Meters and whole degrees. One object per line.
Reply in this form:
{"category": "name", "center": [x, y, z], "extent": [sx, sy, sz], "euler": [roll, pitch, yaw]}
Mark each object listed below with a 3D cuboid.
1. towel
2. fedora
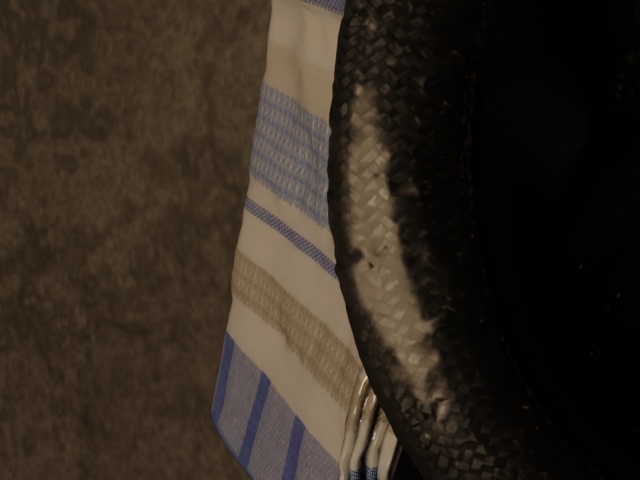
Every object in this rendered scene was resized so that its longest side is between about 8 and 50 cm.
{"category": "towel", "center": [0.000, 0.000, 0.708], "extent": [0.209, 0.034, 0.285], "euler": [-141, 57, -60]}
{"category": "fedora", "center": [0.138, -0.028, 0.525], "extent": [0.152, 0.334, 0.334], "euler": [154, 107, -77]}
